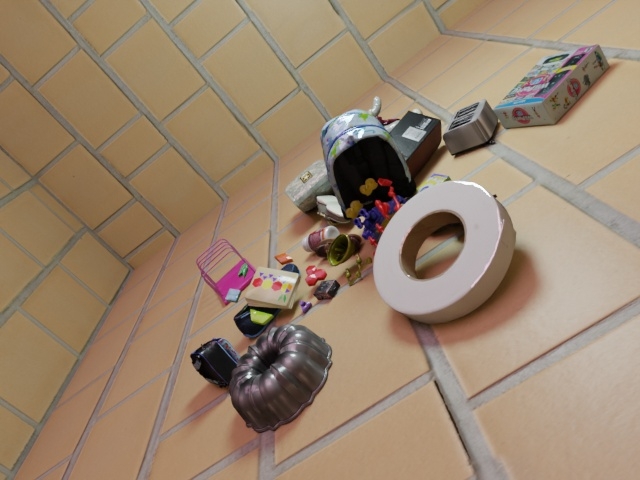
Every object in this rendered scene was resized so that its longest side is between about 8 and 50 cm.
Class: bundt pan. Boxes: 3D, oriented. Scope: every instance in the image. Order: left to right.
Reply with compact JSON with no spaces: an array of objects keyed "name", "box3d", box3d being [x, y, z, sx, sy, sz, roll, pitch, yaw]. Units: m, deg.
[{"name":"bundt pan","box3d":[-0.133,0.369,1.419,0.331,0.124,0.330,-34,23,16]}]

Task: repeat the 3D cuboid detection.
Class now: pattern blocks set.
[{"name":"pattern blocks set","box3d":[-0.166,0.170,1.766,0.325,0.026,0.285,16,61,25]}]

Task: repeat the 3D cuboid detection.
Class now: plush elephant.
[{"name":"plush elephant","box3d":[0.262,-0.529,2.283,0.330,0.255,0.272,-45,3,6]}]

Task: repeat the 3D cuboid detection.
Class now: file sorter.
[{"name":"file sorter","box3d":[-0.445,0.129,2.298,0.202,0.182,0.291,-43,22,-8]}]

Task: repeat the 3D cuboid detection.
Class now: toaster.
[{"name":"toaster","box3d":[0.556,-0.415,1.825,0.186,0.110,0.168,-16,33,46]}]

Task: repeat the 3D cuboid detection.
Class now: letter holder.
[{"name":"letter holder","box3d":[0.346,-0.327,1.982,0.152,0.214,0.301,27,65,32]}]

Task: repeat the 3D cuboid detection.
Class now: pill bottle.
[{"name":"pill bottle","box3d":[0.000,0.000,1.957,0.152,0.086,0.086,-18,31,42]}]

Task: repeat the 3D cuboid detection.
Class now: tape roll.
[{"name":"tape roll","box3d":[0.306,0.024,1.283,0.392,0.072,0.391,-32,41,33]}]

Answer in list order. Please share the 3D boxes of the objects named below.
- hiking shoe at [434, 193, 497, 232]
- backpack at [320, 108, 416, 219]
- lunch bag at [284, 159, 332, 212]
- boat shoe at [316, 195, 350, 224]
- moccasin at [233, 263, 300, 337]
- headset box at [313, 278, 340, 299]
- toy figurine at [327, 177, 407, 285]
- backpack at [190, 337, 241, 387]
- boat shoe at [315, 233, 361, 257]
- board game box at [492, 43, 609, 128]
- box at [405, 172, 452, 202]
[{"name":"hiking shoe","box3d":[0.389,-0.087,1.517,0.132,0.113,0.304,-18,9,-24]},{"name":"backpack","box3d":[0.139,-0.260,1.658,0.290,0.355,0.273,-23,68,12]},{"name":"lunch bag","box3d":[-0.034,-0.249,2.298,0.235,0.169,0.287,-40,3,2]},{"name":"boat shoe","box3d":[0.059,-0.116,2.080,0.109,0.091,0.305,-3,18,-18]},{"name":"moccasin","box3d":[-0.191,0.200,1.841,0.138,0.116,0.342,-16,32,46]},{"name":"headset box","box3d":[0.024,0.166,1.675,0.083,0.032,0.062,-15,33,50]},{"name":"toy figurine","box3d":[0.205,-0.031,1.659,0.191,0.217,0.362,50,125,31]},{"name":"backpack","box3d":[-0.356,0.411,1.672,0.117,0.158,0.173,-44,9,-32]},{"name":"boat shoe","box3d":[0.055,0.029,1.830,0.207,0.073,0.073,-20,28,41]},{"name":"board game box","box3d":[0.778,-0.517,1.686,0.303,0.097,0.224,-46,22,-11]},{"name":"box","box3d":[0.367,-0.158,1.730,0.179,0.043,0.105,-44,22,-5]}]
